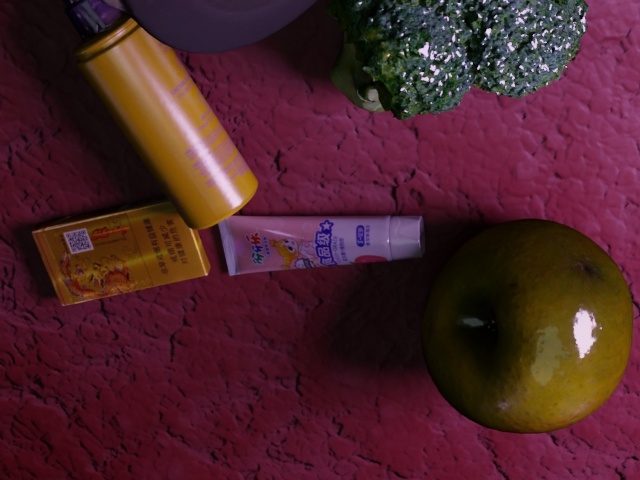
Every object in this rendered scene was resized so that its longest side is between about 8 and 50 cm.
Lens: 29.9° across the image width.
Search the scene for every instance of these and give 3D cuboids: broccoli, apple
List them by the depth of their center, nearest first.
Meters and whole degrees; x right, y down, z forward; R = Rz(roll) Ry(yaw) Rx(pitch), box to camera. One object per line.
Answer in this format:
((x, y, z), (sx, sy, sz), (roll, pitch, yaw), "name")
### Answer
((0.092, -0.201, 0.945), (0.269, 0.269, 0.254), (-23, 70, 16), "broccoli")
((0.189, 0.078, 1.074), (0.156, 0.196, 0.196), (-3, 127, -42), "apple")

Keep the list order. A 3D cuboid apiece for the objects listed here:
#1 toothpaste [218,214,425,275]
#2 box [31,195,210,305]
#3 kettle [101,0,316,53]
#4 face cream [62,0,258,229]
((0.000, 0.000, 1.133), (0.194, 0.043, 0.067), (-3, 119, 13), "toothpaste")
((-0.193, 0.009, 1.163), (0.156, 0.022, 0.089), (-13, 113, 12), "box")
((-0.104, -0.334, 0.801), (0.376, 0.361, 0.250), (43, 146, 25), "kettle")
((-0.157, -0.138, 1.054), (0.078, 0.078, 0.273), (-26, 111, 17), "face cream")
